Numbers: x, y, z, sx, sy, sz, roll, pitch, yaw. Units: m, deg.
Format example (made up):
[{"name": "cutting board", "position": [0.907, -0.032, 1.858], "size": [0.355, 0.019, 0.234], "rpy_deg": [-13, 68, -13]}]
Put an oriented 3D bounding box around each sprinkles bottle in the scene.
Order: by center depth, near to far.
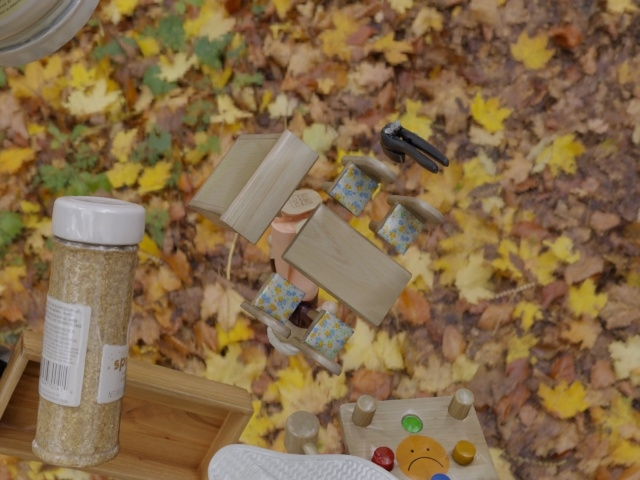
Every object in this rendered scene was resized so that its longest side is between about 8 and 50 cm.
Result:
[{"name": "sprinkles bottle", "position": [-0.316, 0.121, 1.233], "size": [0.121, 0.121, 0.355], "rpy_deg": [8, 97, 3]}]

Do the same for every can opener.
[{"name": "can opener", "position": [0.175, -0.173, 1.696], "size": [0.059, 0.073, 0.186], "rpy_deg": [-42, 41, -13]}]

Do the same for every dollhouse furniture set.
[{"name": "dollhouse furniture set", "position": [0.000, 0.000, 0.961], "size": [0.242, 0.161, 0.212], "rpy_deg": [38, 82, -20]}]

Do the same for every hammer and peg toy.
[{"name": "hammer and peg toy", "position": [0.123, 0.392, 1.550], "size": [0.362, 0.127, 0.265], "rpy_deg": [-2, 47, -15]}]

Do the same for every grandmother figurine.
[{"name": "grandmother figurine", "position": [-0.043, 0.070, 1.554], "size": [0.104, 0.342, 0.207], "rpy_deg": [-10, 47, -17]}]

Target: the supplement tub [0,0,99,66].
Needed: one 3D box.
[{"name": "supplement tub", "position": [-0.407, -0.363, 0.991], "size": [0.236, 0.325, 0.235], "rpy_deg": [-9, 63, 17]}]

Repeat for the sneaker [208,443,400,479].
[{"name": "sneaker", "position": [0.001, 0.319, 1.084], "size": [0.256, 0.151, 0.094], "rpy_deg": [12, 57, 15]}]

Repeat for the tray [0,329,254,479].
[{"name": "tray", "position": [-0.343, 0.302, 1.554], "size": [0.411, 0.202, 0.076], "rpy_deg": [21, 20, -26]}]

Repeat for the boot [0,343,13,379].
[{"name": "boot", "position": [-0.660, 0.189, 1.566], "size": [0.229, 0.263, 0.091], "rpy_deg": [31, 97, 9]}]
